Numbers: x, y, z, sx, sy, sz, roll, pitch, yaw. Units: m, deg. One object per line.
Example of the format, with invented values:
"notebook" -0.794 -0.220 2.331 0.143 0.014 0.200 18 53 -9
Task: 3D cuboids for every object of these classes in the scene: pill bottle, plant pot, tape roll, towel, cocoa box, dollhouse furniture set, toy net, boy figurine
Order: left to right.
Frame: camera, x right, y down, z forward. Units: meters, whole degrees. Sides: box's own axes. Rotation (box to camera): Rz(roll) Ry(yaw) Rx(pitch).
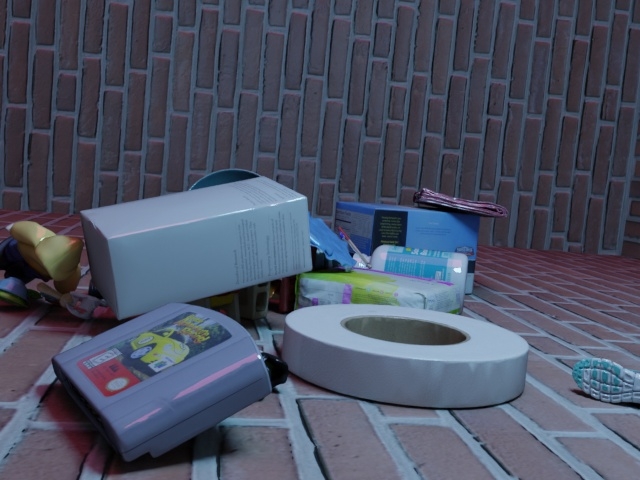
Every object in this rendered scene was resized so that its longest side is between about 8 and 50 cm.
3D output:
"boy figurine" -0.521 0.041 1.398 0.285 0.177 0.092 -2 35 49
"toy net" -0.487 0.117 1.364 0.232 0.045 0.122 10 -22 20
"dollhouse furniture set" -0.186 0.069 1.517 0.201 0.152 0.374 8 6 31
"plant pot" -0.258 -0.041 2.212 0.290 0.290 0.195 6 -29 5
"tape roll" 0.131 0.172 1.180 0.392 0.072 0.392 5 5 0
"cocoa box" 0.231 0.017 2.054 0.347 0.228 0.231 2 6 -26
"pill bottle" 0.204 0.089 1.721 0.264 0.146 0.146 6 6 11
"towel" 0.387 -0.103 2.109 0.237 0.037 0.329 13 3 3

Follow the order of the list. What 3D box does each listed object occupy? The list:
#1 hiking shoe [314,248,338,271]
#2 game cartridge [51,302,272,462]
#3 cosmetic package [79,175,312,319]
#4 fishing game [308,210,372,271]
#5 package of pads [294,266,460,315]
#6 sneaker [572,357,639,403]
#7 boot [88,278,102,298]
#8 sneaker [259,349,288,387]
"hiking shoe" -0.057 0.047 1.863 0.132 0.113 0.304 -1 -12 -17
"game cartridge" -0.187 0.148 0.871 0.196 0.060 0.294 -21 18 -29
"cosmetic package" -0.221 0.000 1.337 0.365 0.155 0.197 -14 23 -24
"fishing game" 0.000 0.000 1.558 0.264 0.041 0.189 19 27 -52
"package of pads" 0.117 0.121 1.537 0.296 0.101 0.229 7 5 27
"sneaker" 0.468 0.221 1.121 0.166 0.065 0.076 12 -8 30
"boot" -0.426 0.102 1.544 0.099 0.045 0.121 8 5 -6
"sneaker" -0.105 0.174 0.970 0.075 0.063 0.170 2 -3 37
